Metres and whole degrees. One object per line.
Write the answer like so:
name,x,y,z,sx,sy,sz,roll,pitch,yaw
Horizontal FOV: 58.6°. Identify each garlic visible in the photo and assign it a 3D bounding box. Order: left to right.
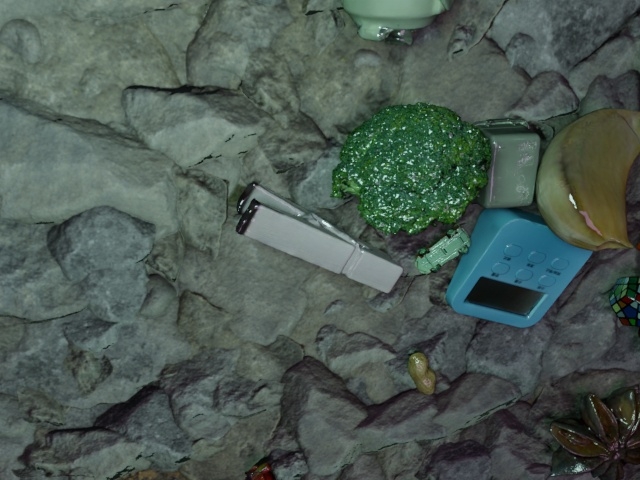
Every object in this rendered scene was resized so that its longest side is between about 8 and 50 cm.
garlic,0.518,-0.138,1.082,0.196,0.151,0.339,23,67,11

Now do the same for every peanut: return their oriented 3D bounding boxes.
peanut,0.223,0.291,1.252,0.053,0.054,0.113,-26,115,-2

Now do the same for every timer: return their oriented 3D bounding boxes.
timer,0.408,0.069,1.186,0.231,0.091,0.250,13,111,-18

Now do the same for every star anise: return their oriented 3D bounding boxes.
star anise,0.702,0.502,1.419,0.314,0.108,0.316,-6,115,-13

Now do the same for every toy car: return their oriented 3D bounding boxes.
toy car,0.245,0.020,1.156,0.121,0.035,0.059,-36,115,12

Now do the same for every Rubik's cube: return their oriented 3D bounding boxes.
Rubik's cube,0.714,0.136,1.270,0.111,0.133,0.133,-27,118,-31

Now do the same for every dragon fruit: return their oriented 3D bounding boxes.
dragon fruit,-0.118,0.545,1.245,0.067,0.112,0.127,-14,114,-23

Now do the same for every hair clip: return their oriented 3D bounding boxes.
hair clip,-0.002,0.004,1.061,0.330,0.101,0.085,27,100,-24

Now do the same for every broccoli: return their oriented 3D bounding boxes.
broccoli,0.162,-0.117,0.995,0.269,0.261,0.242,-47,149,-33

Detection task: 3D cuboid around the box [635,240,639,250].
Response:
box,0.928,-0.045,1.170,0.318,0.257,0.349,19,106,-18

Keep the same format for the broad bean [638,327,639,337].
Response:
broad bean,0.848,0.242,1.339,0.228,0.122,0.156,39,96,-20

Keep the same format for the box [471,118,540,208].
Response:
box,0.346,-0.138,1.080,0.123,0.093,0.172,-5,113,-7

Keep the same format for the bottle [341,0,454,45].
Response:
bottle,0.105,-0.465,0.839,0.228,0.229,0.352,-5,120,-11
